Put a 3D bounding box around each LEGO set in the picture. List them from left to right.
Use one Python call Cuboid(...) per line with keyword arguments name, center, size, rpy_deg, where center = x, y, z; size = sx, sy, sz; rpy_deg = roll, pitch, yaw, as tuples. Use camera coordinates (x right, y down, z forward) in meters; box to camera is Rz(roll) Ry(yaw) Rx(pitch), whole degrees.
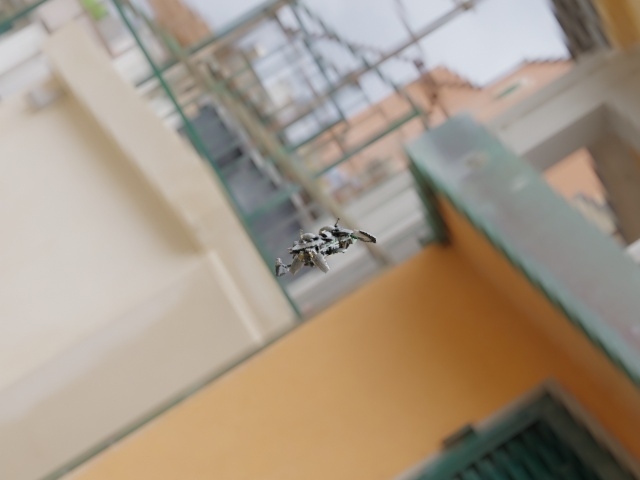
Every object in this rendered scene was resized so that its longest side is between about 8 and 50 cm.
Cuboid(name="LEGO set", center=(-0.003, 0.001, 1.021), size=(0.083, 0.054, 0.023), rpy_deg=(-173, -115, -71))
